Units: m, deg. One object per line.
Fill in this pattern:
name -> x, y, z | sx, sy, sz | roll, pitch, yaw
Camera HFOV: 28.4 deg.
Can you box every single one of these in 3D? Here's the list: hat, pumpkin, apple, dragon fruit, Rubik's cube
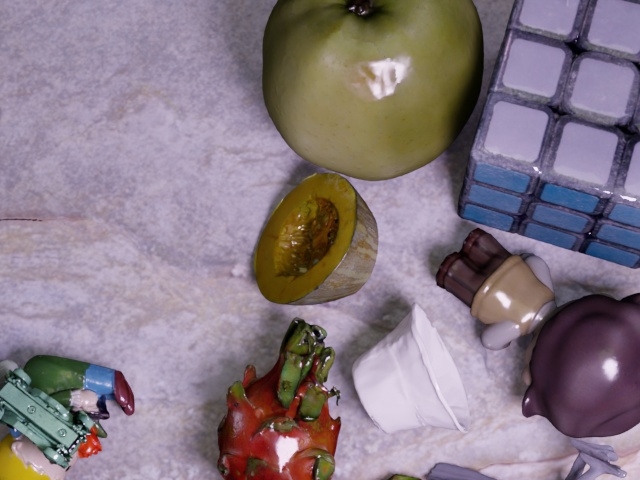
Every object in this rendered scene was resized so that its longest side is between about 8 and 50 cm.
hat -> 0.124, 0.205, 1.825 | 0.126, 0.203, 0.203 | -26, 74, 11
pumpkin -> 0.009, 0.013, 1.898 | 0.110, 0.217, 0.217 | 28, 74, -29
apple -> 0.079, -0.269, 1.877 | 0.357, 0.357, 0.357 | -1, 74, 3
dragon fruit -> -0.044, 0.259, 1.787 | 0.269, 0.198, 0.200 | -62, 36, 15
Rubik's cube -> 0.384, -0.167, 1.837 | 0.305, 0.301, 0.304 | 15, 76, 8

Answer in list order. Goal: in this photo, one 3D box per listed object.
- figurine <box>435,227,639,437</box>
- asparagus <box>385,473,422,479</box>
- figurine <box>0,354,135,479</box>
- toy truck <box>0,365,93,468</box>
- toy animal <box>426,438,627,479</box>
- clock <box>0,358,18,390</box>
figurine -> 0.336, 0.144, 1.841 | 0.218, 0.206, 0.365 | -35, 48, -29
asparagus -> 0.042, 0.380, 1.803 | 0.236, 0.034, 0.027 | -20, 64, -27
figurine -> -0.379, 0.294, 1.847 | 0.185, 0.127, 0.234 | 12, 65, -2
toy truck -> -0.394, 0.251, 1.768 | 0.154, 0.078, 0.080 | 32, 65, 13
toy animal -> 0.345, 0.370, 1.767 | 0.367, 0.081, 0.206 | 35, 115, 11
clock -> -0.556, 0.150, 1.871 | 0.199, 0.146, 0.243 | -45, 70, 22
